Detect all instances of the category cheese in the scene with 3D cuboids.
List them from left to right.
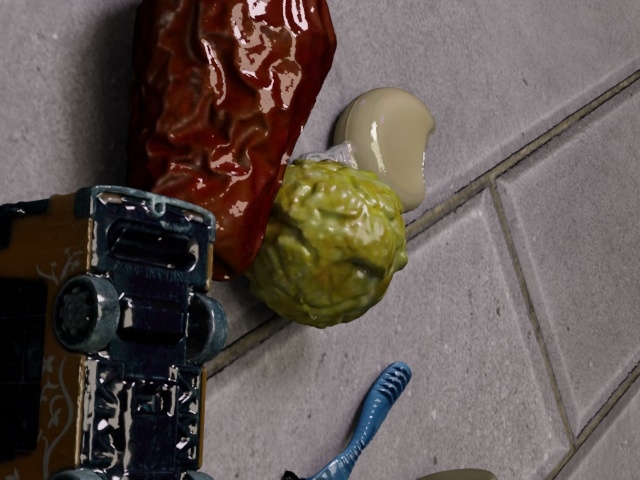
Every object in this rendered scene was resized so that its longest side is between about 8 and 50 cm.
[{"bbox_3d":[0.053,-0.119,1.518,0.249,0.071,0.163,11,73,-50],"label":"cheese"}]

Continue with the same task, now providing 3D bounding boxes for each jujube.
[{"bbox_3d":[-0.101,-0.126,1.226,0.216,0.216,0.342,25,77,-47],"label":"jujube"}]

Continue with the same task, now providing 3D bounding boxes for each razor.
[{"bbox_3d":[0.045,0.226,1.450,0.253,0.042,0.082,-48,118,-47],"label":"razor"}]

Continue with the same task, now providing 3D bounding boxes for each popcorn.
[{"bbox_3d":[0.000,0.000,1.357,0.212,0.198,0.198,-64,135,-73],"label":"popcorn"}]

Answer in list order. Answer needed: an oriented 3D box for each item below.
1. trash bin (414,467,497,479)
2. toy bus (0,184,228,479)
[{"bbox_3d":[0.141,0.422,1.470,0.243,0.121,0.247,-19,100,-52],"label":"trash bin"},{"bbox_3d":[-0.196,0.128,1.041,0.162,0.194,0.323,13,75,-50],"label":"toy bus"}]
